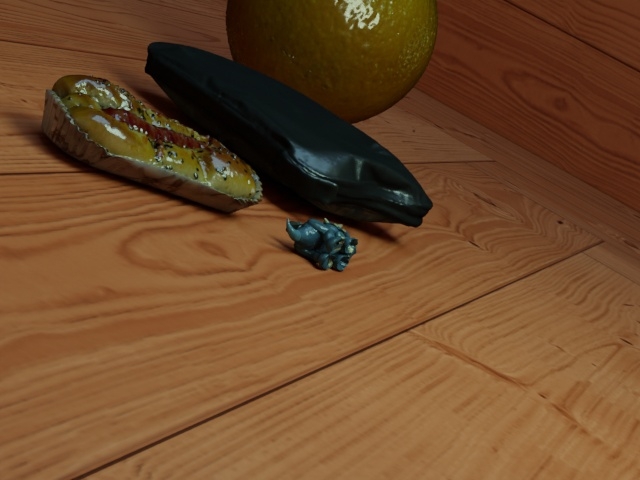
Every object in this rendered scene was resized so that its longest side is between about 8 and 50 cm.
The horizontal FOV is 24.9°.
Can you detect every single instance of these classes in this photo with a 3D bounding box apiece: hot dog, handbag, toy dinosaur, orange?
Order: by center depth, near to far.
[{"bbox_3d":[-0.131,-0.074,1.133,0.191,0.059,0.108,21,18,-39],"label":"hot dog"},{"bbox_3d":[0.000,0.000,1.167,0.047,0.030,0.083,33,12,26],"label":"toy dinosaur"},{"bbox_3d":[-0.034,-0.103,1.420,0.192,0.075,0.332,16,18,-43],"label":"handbag"},{"bbox_3d":[0.012,-0.272,1.797,0.274,0.274,0.274,27,12,-6],"label":"orange"}]
